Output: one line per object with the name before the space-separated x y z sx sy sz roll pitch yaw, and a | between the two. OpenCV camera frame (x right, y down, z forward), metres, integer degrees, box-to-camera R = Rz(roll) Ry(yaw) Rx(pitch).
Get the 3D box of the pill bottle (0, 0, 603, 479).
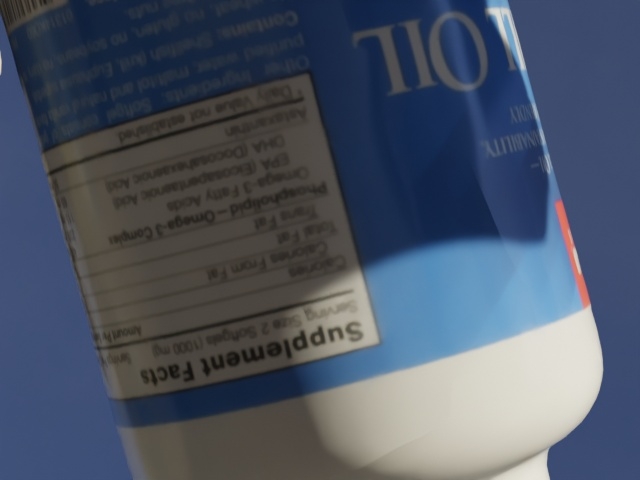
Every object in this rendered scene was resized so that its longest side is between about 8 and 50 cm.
pill bottle | 0.000 0.000 0.498 0.124 0.124 0.221 -15 -88 24
